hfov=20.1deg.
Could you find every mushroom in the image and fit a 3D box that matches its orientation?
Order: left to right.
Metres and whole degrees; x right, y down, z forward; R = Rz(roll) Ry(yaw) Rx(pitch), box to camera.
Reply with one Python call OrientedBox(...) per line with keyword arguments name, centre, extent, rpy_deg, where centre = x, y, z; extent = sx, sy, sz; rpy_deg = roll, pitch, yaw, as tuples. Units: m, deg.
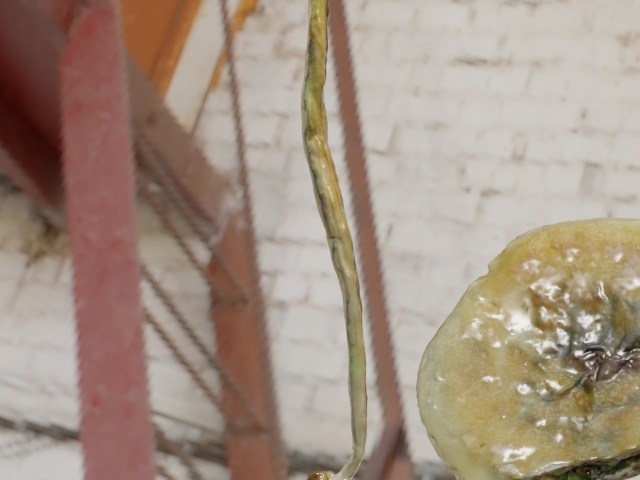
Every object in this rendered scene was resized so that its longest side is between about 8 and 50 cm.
OrientedBox(name="mushroom", centre=(0.006, -0.001, 0.859), extent=(0.028, 0.286, 0.026), rpy_deg=(-4, 13, -16))

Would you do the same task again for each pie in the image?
OrientedBox(name="pie", centre=(0.163, 0.067, 1.096), extent=(0.218, 0.185, 0.052), rpy_deg=(-20, -39, 12))
